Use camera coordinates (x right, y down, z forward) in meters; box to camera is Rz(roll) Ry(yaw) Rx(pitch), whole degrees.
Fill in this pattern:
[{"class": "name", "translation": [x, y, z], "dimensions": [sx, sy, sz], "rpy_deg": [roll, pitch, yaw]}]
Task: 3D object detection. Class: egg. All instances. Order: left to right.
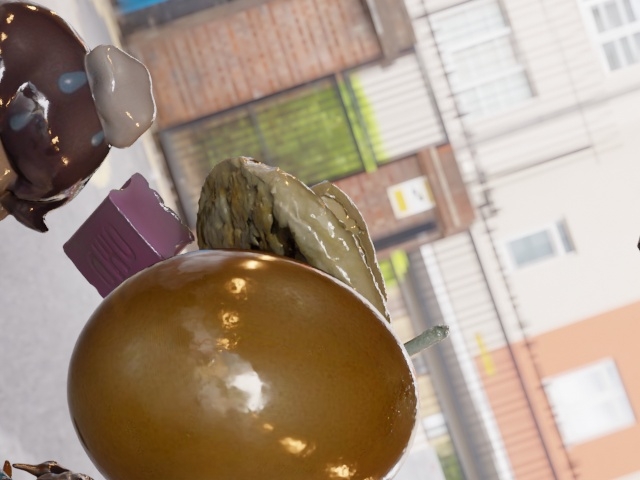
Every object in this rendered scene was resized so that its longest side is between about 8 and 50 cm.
[{"class": "egg", "translation": [-0.073, 0.150, 1.419], "dimensions": [0.282, 0.351, 0.283], "rpy_deg": [-167, -90, -81]}]

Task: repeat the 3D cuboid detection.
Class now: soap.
[{"class": "soap", "translation": [-0.260, 0.004, 1.919], "dimensions": [0.122, 0.065, 0.203], "rpy_deg": [49, -35, -1]}]

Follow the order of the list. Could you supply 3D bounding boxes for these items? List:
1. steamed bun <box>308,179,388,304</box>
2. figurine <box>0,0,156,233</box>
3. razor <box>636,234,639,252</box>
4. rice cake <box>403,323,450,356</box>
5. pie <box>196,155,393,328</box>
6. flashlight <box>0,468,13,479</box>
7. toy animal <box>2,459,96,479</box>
[{"class": "steamed bun", "translation": [-0.023, 0.016, 2.172], "dimensions": [0.110, 0.212, 0.231], "rpy_deg": [-82, 156, -61]}, {"class": "figurine", "translation": [-0.354, -0.094, 1.270], "dimensions": [0.218, 0.365, 0.206], "rpy_deg": [53, -37, 13]}, {"class": "razor", "translation": [0.408, -0.043, 1.630], "dimensions": [0.054, 0.090, 0.148], "rpy_deg": [37, 50, -19]}, {"class": "rice cake", "translation": [0.105, 0.134, 1.764], "dimensions": [0.022, 0.121, 0.022], "rpy_deg": [63, 17, 4]}, {"class": "pie", "translation": [-0.040, 0.057, 1.676], "dimensions": [0.339, 0.077, 0.339], "rpy_deg": [34, -41, 35]}, {"class": "flashlight", "translation": [-0.374, 0.260, 1.553], "dimensions": [0.129, 0.051, 0.051], "rpy_deg": [7, -59, 50]}, {"class": "toy animal", "translation": [-0.411, 0.411, 2.197], "dimensions": [0.298, 0.185, 0.122], "rpy_deg": [26, -86, 57]}]
